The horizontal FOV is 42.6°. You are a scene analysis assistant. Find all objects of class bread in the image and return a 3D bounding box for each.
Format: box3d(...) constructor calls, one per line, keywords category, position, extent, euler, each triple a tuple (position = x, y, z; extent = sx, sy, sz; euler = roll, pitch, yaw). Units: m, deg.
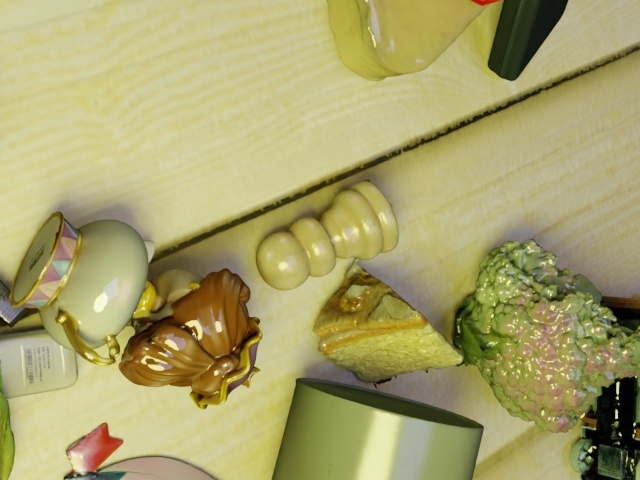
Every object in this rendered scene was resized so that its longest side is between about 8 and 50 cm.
box3d(category="bread", position=(0.086, 0.116, 1.009), extent=(0.147, 0.152, 0.127), euler=(42, 74, -36))

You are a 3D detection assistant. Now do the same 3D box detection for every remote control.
box3d(category="remote control", position=(-0.372, 0.132, 0.803), extent=(0.261, 0.029, 0.067), euler=(-6, 99, -28))

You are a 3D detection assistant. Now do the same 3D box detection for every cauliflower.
box3d(category="cauliflower", position=(0.320, 0.111, 1.136), extent=(0.315, 0.239, 0.256), euler=(-33, 84, -42))

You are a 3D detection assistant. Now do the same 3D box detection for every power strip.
box3d(category="power strip", position=(-0.336, 0.038, 0.809), extent=(0.029, 0.038, 0.111), euler=(-47, 115, -21))

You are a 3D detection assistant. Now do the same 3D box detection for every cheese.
box3d(category="cheese", position=(0.155, -0.411, 1.032), extent=(0.384, 0.104, 0.384), euler=(-2, 95, -31))

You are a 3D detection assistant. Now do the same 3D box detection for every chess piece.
box3d(category="chess piece", position=(0.000, 0.000, 0.987), extent=(0.170, 0.094, 0.094), euler=(-24, 105, -19))

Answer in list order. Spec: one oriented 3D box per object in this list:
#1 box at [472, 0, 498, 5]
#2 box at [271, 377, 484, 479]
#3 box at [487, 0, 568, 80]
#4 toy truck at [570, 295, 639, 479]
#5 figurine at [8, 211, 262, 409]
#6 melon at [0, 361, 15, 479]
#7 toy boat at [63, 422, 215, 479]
box3d(category="box", position=(0.156, -0.350, 0.952), extent=(0.152, 0.048, 0.100), euler=(16, 88, -32))
box3d(category="box", position=(0.062, 0.259, 0.954), extent=(0.226, 0.226, 0.149), euler=(17, 85, -31))
box3d(category="box", position=(0.286, -0.325, 1.065), extent=(0.050, 0.230, 0.160), euler=(33, 72, 15))
box3d(category="toy truck", position=(0.496, 0.255, 1.272), extent=(0.184, 0.133, 0.338), euler=(1, 91, -40))
box3d(category="figurine", position=(-0.174, 0.075, 0.844), extent=(0.263, 0.142, 0.189), euler=(30, 37, -28))
box3d(category="melon", position=(-0.431, 0.195, 0.691), extent=(0.323, 0.124, 0.196), euler=(-8, 136, -20))
box3d(category="toy boat", position=(-0.145, 0.333, 0.939), extent=(0.219, 0.072, 0.318), euler=(-24, 90, -33))
